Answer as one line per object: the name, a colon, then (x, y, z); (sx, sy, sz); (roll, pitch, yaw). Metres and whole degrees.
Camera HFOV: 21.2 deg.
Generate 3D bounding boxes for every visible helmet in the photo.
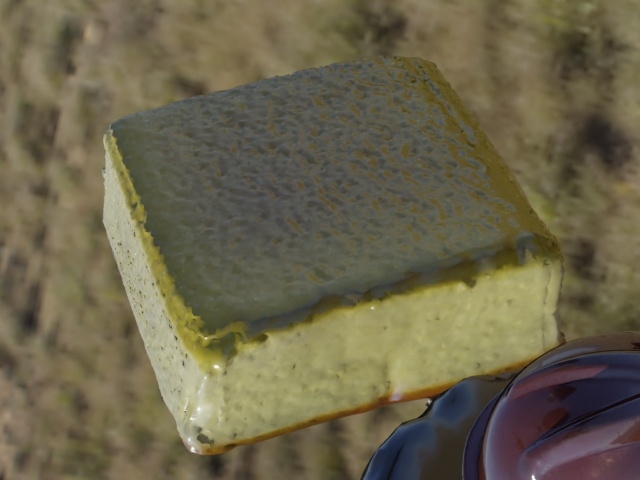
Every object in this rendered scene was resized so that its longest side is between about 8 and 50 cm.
helmet: (0.100, 0.058, 0.538); (0.057, 0.111, 0.089); (85, 176, -49)

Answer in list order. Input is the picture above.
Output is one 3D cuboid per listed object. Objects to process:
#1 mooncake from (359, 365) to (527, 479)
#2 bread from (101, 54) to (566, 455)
mooncake: (0.103, 0.177, 0.757); (0.124, 0.228, 0.228); (115, 157, -58)
bread: (0.000, 0.000, 1.417); (0.333, 0.324, 0.143); (-116, 17, -48)
